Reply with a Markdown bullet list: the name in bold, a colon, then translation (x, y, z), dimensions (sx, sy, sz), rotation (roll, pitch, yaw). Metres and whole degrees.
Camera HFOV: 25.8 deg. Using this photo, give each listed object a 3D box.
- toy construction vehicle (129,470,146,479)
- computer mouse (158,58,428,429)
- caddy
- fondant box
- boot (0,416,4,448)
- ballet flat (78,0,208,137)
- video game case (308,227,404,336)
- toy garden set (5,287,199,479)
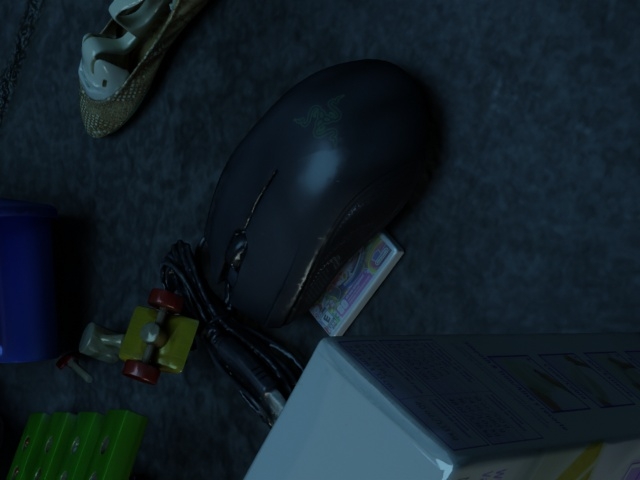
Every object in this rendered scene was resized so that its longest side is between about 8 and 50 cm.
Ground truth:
- **toy construction vehicle**: translation (-0.162, 0.229, 1.140), dimensions (0.098, 0.035, 0.085), rotation (-21, 84, 37)
- **computer mouse**: translation (-0.026, -0.012, 1.000), dimensions (0.188, 0.072, 0.272), rotation (49, 117, 31)
- **caddy**: translation (-0.375, 0.030, 1.189), dimensions (0.341, 0.241, 0.179), rotation (-9, 86, 38)
- **fondant box**: translation (0.076, 0.172, 0.756), dimensions (0.096, 0.330, 0.238), rotation (40, 111, 32)
- **boot**: translation (-0.362, 0.202, 1.267), dimensions (0.165, 0.077, 0.213), rotation (-58, 29, 1)
- **ballet flat**: translation (-0.155, -0.169, 1.132), dimensions (0.206, 0.067, 0.073), rotation (-53, 58, 24)
- **video game case**: translation (0.000, 0.000, 1.033), dimensions (0.122, 0.011, 0.087), rotation (49, 117, 30)
- **toy garden set**: translation (-0.173, 0.147, 1.093), dimensions (0.244, 0.049, 0.203), rotation (-13, 56, 62)
